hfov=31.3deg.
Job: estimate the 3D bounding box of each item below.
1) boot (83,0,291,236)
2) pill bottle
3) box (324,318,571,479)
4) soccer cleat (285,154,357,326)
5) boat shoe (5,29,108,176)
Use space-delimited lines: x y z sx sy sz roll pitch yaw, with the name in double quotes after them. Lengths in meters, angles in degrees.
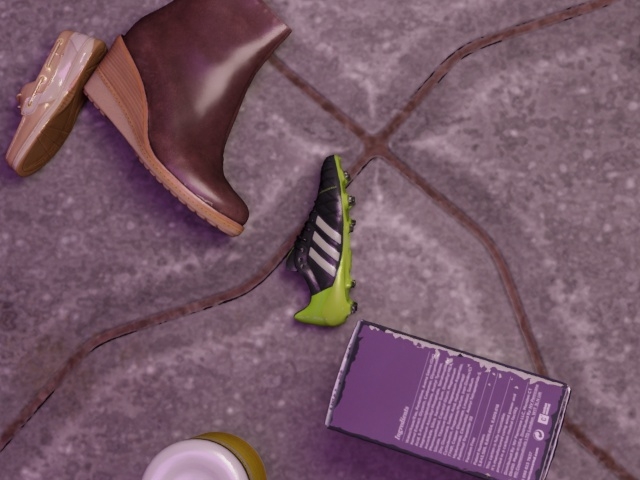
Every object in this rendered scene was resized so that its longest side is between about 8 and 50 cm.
-0.106 -0.151 1.187 0.207 0.090 0.248 -42 78 1 "boot"
-0.106 0.237 1.096 0.103 0.184 0.103 -1 84 5 "pill bottle"
0.119 0.158 1.103 0.207 0.153 0.108 18 85 6 "box"
0.000 0.000 1.179 0.072 0.060 0.178 -1 86 6 "soccer cleat"
-0.292 -0.149 1.222 0.059 0.063 0.170 27 79 12 "boat shoe"
